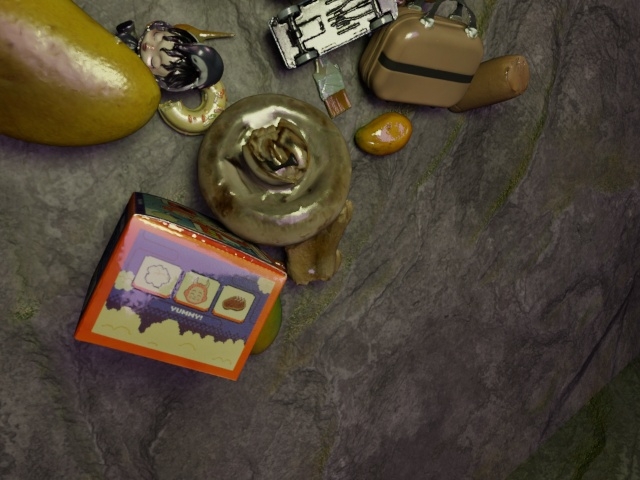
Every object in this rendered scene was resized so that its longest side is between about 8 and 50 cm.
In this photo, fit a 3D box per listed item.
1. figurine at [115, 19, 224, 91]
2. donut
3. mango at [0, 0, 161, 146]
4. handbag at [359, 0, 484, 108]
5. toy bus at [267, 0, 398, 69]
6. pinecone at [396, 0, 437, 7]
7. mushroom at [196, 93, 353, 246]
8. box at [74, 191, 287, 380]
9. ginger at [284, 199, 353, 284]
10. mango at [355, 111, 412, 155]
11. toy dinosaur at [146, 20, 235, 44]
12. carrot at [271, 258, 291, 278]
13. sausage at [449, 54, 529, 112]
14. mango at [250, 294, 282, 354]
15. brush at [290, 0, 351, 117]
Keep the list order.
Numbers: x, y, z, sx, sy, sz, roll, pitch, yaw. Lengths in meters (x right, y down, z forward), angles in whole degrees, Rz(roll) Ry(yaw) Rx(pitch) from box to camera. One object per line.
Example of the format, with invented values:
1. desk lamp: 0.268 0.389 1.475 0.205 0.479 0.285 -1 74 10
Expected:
1. figurine: -0.320 -0.379 0.899 0.222 0.145 0.146 7 101 9
2. donut: -0.284 -0.307 0.992 0.166 0.065 0.108 -34 114 -13
3. mango: -0.523 -0.330 0.774 0.444 0.221 0.302 12 113 -18
4. handbag: 0.278 -0.497 1.095 0.301 0.149 0.283 1 137 -24
5. toy bus: 0.029 -0.521 1.007 0.292 0.133 0.126 -25 106 1
6. pinecone: 0.237 -0.750 0.954 0.384 0.384 0.385 -6 105 -23
7. mushroom: -0.098 -0.171 0.959 0.361 0.294 0.363 2 78 -8
8. box: -0.303 0.076 0.919 0.318 0.348 0.257 24 92 -26
9. ginger: 0.000 0.000 1.164 0.221 0.130 0.276 38 84 -37
10. mango: 0.184 -0.295 1.191 0.165 0.089 0.115 -34 112 -10
11. toy dinosaur: -0.295 -0.477 0.963 0.162 0.039 0.126 -44 114 -10
12. carrot: -0.090 0.088 1.194 0.142 0.035 0.035 36 86 -21
13. sausage: 0.471 -0.443 1.195 0.123 0.253 0.123 -3 99 -23
14. mango: -0.167 0.184 1.121 0.156 0.114 0.251 -9 116 -40
15. brush: -0.006 -0.492 1.097 0.085 0.020 0.337 -31 113 -14
